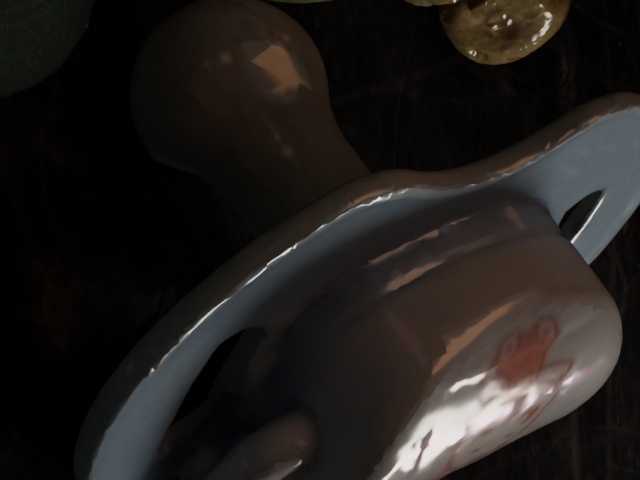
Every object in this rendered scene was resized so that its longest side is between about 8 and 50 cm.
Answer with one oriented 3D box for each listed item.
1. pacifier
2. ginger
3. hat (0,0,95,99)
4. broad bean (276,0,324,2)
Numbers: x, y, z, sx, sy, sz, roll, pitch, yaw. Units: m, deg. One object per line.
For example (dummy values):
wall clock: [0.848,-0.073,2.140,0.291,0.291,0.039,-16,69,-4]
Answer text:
pacifier: [0.000,0.000,0.730,0.287,0.238,0.226,-19,66,-34]
ginger: [0.071,-0.170,0.963,0.204,0.080,0.104,51,38,-37]
hat: [-0.134,-0.146,0.623,0.138,0.078,0.191,-19,117,-51]
broad bean: [-0.032,-0.202,0.778,0.263,0.121,0.189,35,65,-27]
